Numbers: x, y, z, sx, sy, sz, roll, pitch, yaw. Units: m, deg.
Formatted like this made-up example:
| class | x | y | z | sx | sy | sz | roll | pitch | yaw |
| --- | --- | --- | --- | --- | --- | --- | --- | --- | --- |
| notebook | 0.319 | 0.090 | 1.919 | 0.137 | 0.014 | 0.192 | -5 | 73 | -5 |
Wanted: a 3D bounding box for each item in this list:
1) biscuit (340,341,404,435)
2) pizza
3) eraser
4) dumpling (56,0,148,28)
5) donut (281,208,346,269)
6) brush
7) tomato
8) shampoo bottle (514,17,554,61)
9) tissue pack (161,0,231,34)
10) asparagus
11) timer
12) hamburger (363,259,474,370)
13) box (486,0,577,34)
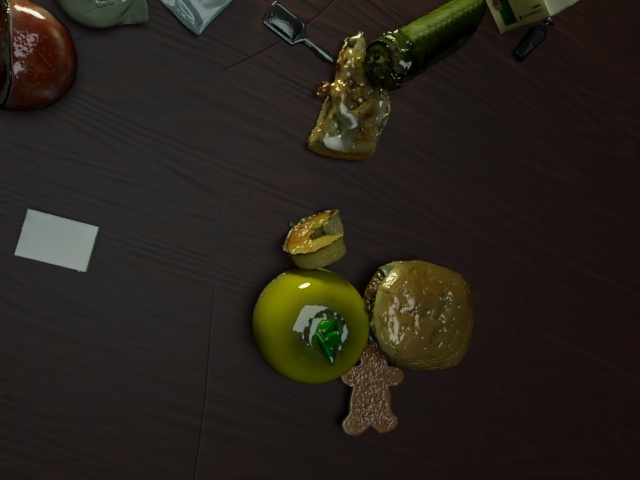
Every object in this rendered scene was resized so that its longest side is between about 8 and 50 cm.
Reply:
| class | x | y | z | sx | sy | sz | roll | pitch | yaw |
| --- | --- | --- | --- | --- | --- | --- | --- | --- | --- |
| biscuit | 0.122 | 0.344 | 1.674 | 0.165 | 0.036 | 0.250 | 2 | 87 | -19 |
| pizza | 0.082 | -0.329 | 1.596 | 0.189 | 0.071 | 0.297 | 17 | 88 | -17 |
| eraser | -0.550 | 0.001 | 1.441 | 0.150 | 0.023 | 0.104 | 16 | 89 | -18 |
| dumpling | -0.453 | -0.503 | 1.373 | 0.228 | 0.151 | 0.124 | 9 | 64 | -18 |
| donut | -0.011 | 0.005 | 1.550 | 0.146 | 0.181 | 0.078 | -21 | 118 | 6 |
| brush | -0.042 | -0.466 | 1.573 | 0.193 | 0.016 | 0.063 | 34 | 84 | -17 |
| tomato | -0.559 | -0.357 | 1.352 | 0.155 | 0.180 | 0.214 | -1 | 102 | -36 |
| shampoo bottle | 0.545 | -0.514 | 1.755 | 0.137 | 0.027 | 0.048 | -49 | 119 | -9 |
| tissue pack | -0.245 | -0.549 | 1.496 | 0.193 | 0.026 | 0.122 | -46 | 105 | -10 |
| asparagus | 0.260 | -0.472 | 1.611 | 0.381 | 0.108 | 0.129 | -36 | 123 | -31 |
| timer | -0.008 | 0.194 | 1.502 | 0.284 | 0.285 | 0.286 | -1 | 95 | -18 |
| hamburger | 0.234 | 0.177 | 1.636 | 0.282 | 0.144 | 0.260 | 5 | 87 | -19 |
| box | 0.485 | -0.603 | 1.631 | 0.095 | 0.212 | 0.168 | -30 | 102 | -13 |
